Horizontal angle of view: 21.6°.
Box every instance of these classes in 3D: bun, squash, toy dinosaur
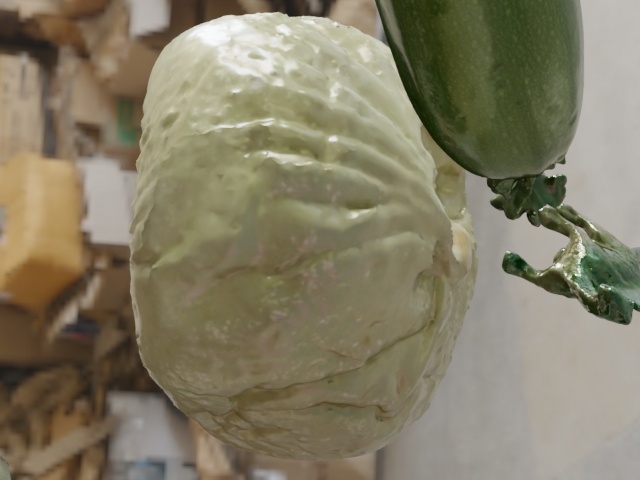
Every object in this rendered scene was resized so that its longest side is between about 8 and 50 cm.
[{"bbox_3d":[0.000,0.000,1.258,0.349,0.227,0.352,-44,-53,-72],"label":"bun"},{"bbox_3d":[0.069,-0.140,0.798,0.378,0.101,0.101,70,-173,-47],"label":"squash"},{"bbox_3d":[0.111,0.014,0.622,0.060,0.120,0.029,36,106,27],"label":"toy dinosaur"}]

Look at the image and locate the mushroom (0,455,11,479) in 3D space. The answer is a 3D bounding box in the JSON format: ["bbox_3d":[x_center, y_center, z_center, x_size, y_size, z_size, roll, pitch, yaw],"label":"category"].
[{"bbox_3d":[-0.083,0.242,0.694,0.292,0.212,0.217,44,151,55],"label":"mushroom"}]
